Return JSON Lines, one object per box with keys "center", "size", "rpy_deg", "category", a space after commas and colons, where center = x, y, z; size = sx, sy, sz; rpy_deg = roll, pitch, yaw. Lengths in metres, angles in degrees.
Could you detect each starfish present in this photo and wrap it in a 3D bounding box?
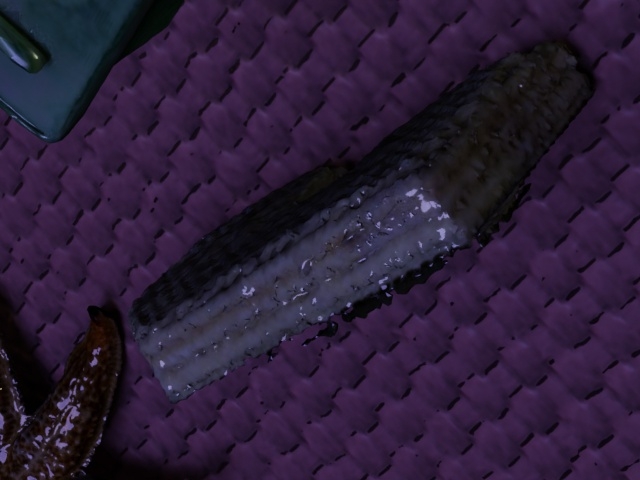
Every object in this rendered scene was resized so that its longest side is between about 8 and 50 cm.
{"center": [-0.157, 0.125, 1.067], "size": [0.213, 0.057, 0.238], "rpy_deg": [29, 127, 25], "category": "starfish"}

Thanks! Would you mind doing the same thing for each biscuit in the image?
{"center": [0.000, 0.000, 0.837], "size": [0.250, 0.147, 0.046], "rpy_deg": [-30, 101, 42], "category": "biscuit"}

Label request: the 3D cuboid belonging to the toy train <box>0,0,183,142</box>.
{"center": [-0.120, -0.188, 0.767], "size": [0.266, 0.202, 0.145], "rpy_deg": [40, 129, 3], "category": "toy train"}
